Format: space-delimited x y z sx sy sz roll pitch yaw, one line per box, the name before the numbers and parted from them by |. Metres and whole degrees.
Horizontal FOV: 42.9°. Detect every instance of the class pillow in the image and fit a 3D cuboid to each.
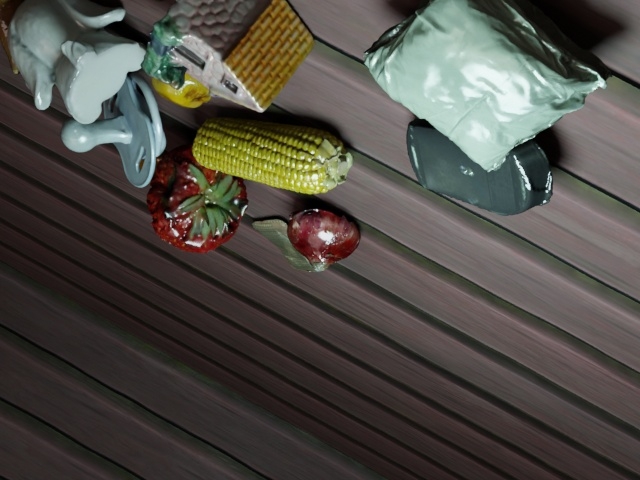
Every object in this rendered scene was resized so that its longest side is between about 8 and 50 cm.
pillow | -0.078 0.014 2.143 0.135 0.034 0.211 -5 137 45
pillow | 0.237 -0.262 1.259 0.310 0.138 0.283 38 141 -4

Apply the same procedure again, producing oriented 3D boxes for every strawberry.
strawberry | -0.308 -0.097 1.953 0.257 0.261 0.261 -1 139 48

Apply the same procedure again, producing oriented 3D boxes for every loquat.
loquat | -0.284 -0.332 1.700 0.137 0.113 0.137 8 162 3

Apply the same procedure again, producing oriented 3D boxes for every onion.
onion | 0.000 0.000 1.929 0.184 0.147 0.184 12 155 6

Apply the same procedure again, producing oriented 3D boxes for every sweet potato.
sweet potato | -0.682 -0.536 1.750 0.095 0.106 0.355 -1 136 -7

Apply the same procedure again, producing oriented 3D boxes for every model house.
model house | -0.169 -0.334 1.486 0.237 0.202 0.237 34 152 -6

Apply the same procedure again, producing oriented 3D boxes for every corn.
corn | -0.116 -0.187 1.741 0.387 0.144 0.144 13 147 27

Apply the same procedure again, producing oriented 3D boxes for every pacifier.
pacifier | -0.473 -0.255 1.845 0.287 0.225 0.238 61 145 19

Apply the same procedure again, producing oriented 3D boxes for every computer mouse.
computer mouse | 0.291 -0.147 1.480 0.295 0.087 0.168 20 141 38

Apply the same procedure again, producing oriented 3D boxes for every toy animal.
toy animal | -0.532 -0.417 1.711 0.265 0.272 0.206 46 -175 18

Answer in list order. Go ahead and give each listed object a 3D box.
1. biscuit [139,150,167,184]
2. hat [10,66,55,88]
biscuit | -0.420 -0.172 2.145 0.170 0.050 0.170 24 151 14
hat | -0.686 -0.444 1.899 0.129 0.140 0.227 -30 104 42
